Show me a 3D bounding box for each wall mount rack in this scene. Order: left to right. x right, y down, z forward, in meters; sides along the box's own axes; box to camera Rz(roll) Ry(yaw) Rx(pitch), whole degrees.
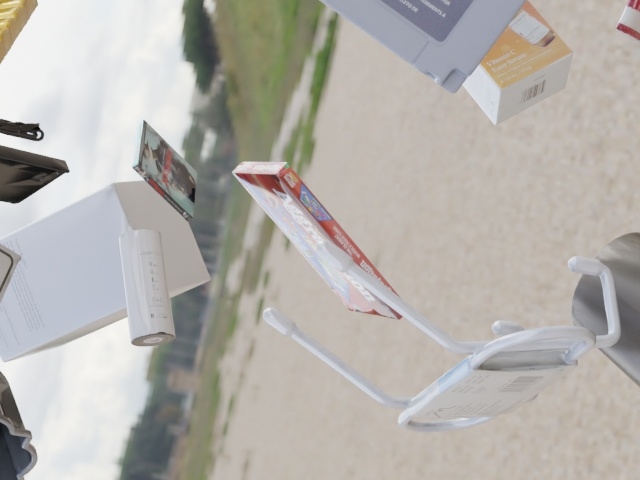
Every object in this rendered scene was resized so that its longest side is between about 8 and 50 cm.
[{"bbox_3d":[0.118,0.096,1.492,0.350,0.304,0.130,127,141,-62],"label":"wall mount rack"}]

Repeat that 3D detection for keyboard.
[{"bbox_3d":[-0.449,-0.116,1.832,0.201,0.317,0.033,-27,65,36],"label":"keyboard"}]

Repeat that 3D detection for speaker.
[{"bbox_3d":[-0.211,0.056,1.791,0.055,0.055,0.136,110,151,-70],"label":"speaker"}]

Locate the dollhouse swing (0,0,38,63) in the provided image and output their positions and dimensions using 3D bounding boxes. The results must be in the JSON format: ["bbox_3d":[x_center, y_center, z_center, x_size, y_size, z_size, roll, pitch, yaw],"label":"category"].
[{"bbox_3d":[-0.529,-0.348,1.665,0.347,0.315,0.305,-84,-15,-63],"label":"dollhouse swing"}]

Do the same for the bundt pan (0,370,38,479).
[{"bbox_3d":[-0.493,0.218,1.672,0.331,0.331,0.124,106,152,-56],"label":"bundt pan"}]

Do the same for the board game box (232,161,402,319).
[{"bbox_3d":[0.000,0.000,2.069,0.027,0.281,0.145,-48,22,-18],"label":"board game box"}]

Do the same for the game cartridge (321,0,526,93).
[{"bbox_3d":[0.077,-0.310,1.505,0.196,0.294,0.060,-52,13,16],"label":"game cartridge"}]

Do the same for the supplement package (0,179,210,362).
[{"bbox_3d":[-0.348,0.042,2.213,0.175,0.293,0.177,-13,-100,-67],"label":"supplement package"}]

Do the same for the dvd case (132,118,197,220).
[{"bbox_3d":[-0.203,-0.092,1.933,0.119,0.013,0.087,46,-149,-37],"label":"dvd case"}]

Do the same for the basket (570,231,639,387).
[{"bbox_3d":[0.379,0.098,1.508,0.227,0.154,0.204,39,144,40],"label":"basket"}]

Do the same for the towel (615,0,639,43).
[{"bbox_3d":[0.554,-0.428,2.146,0.237,0.037,0.329,12,-75,-53],"label":"towel"}]

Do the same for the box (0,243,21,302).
[{"bbox_3d":[-0.410,0.007,1.259,0.290,0.169,0.087,4,65,46],"label":"box"}]

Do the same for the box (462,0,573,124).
[{"bbox_3d":[0.262,-0.278,2.150,0.170,0.130,0.091,54,164,25],"label":"box"}]
